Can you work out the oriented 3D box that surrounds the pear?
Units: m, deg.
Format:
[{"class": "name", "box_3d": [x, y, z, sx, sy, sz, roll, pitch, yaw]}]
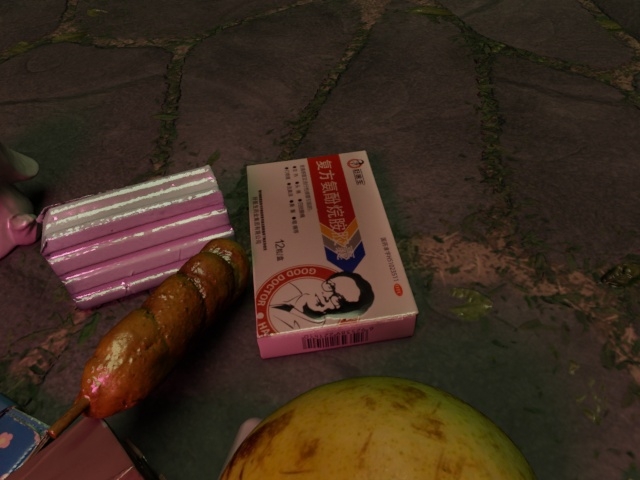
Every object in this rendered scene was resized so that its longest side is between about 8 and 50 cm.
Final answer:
[{"class": "pear", "box_3d": [0.045, 0.247, 0.400, 0.283, 0.284, 0.284, -2, 48, 2]}]

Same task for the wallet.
[{"class": "wallet", "box_3d": [-0.420, 0.243, 0.578, 0.202, 0.059, 0.141, 16, 49, 19]}]

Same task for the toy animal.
[{"class": "toy animal", "box_3d": [-0.575, -0.096, 0.761, 0.206, 0.265, 0.272, 10, 48, 11]}]

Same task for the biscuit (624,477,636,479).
[{"class": "biscuit", "box_3d": [0.337, 0.352, 0.437, 0.188, 0.040, 0.265, -3, 46, 1]}]

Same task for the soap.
[{"class": "soap", "box_3d": [-0.264, -0.006, 0.733, 0.261, 0.150, 0.094, -17, 44, -11]}]

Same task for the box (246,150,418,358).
[{"class": "box", "box_3d": [0.000, 0.000, 0.767, 0.214, 0.069, 0.353, -8, 49, -3]}]

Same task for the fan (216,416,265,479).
[{"class": "fan", "box_3d": [-0.091, 0.287, 0.486, 0.130, 0.074, 0.244, 40, 38, -15]}]

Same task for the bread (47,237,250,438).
[{"class": "bread", "box_3d": [-0.187, 0.109, 0.604, 0.084, 0.124, 0.344, 29, 35, 5]}]

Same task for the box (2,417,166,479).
[{"class": "box", "box_3d": [-0.249, 0.270, 0.444, 0.215, 0.086, 0.215, -37, 17, -28]}]
